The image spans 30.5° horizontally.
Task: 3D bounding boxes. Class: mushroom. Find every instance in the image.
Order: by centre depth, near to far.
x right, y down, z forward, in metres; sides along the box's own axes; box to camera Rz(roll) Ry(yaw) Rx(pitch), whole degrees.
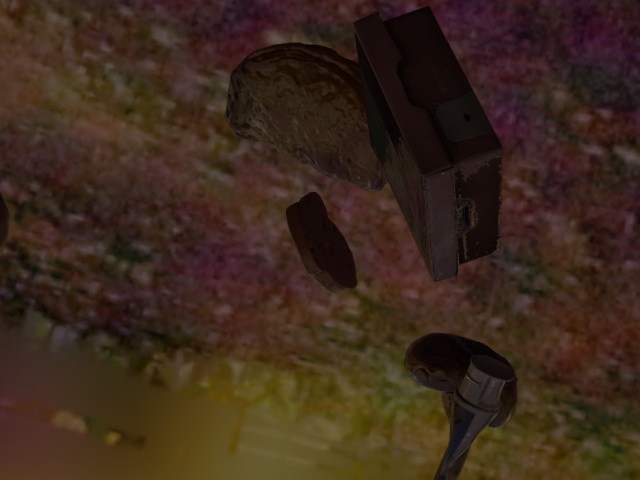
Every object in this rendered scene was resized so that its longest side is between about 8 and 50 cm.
[{"bbox_3d":[0.266,0.243,2.159,0.231,0.138,0.194,31,-156,-19],"label":"mushroom"}]

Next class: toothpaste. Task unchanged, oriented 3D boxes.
[{"bbox_3d":[0.168,0.271,1.467,0.061,0.266,0.096,19,-161,3],"label":"toothpaste"}]

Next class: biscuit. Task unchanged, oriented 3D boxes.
[{"bbox_3d":[-0.001,0.001,1.276,0.023,0.118,0.140,-24,148,18],"label":"biscuit"}]

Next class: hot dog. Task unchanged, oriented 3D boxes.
[{"bbox_3d":[0.006,-0.165,1.576,0.259,0.114,0.175,25,134,12],"label":"hot dog"}]

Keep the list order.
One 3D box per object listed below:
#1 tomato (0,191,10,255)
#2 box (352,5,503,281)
[{"bbox_3d":[-0.541,-0.026,1.426,0.303,0.239,0.303,27,171,4],"label":"tomato"},{"bbox_3d":[0.115,-0.103,1.234,0.086,0.215,0.215,-20,148,-3],"label":"box"}]
